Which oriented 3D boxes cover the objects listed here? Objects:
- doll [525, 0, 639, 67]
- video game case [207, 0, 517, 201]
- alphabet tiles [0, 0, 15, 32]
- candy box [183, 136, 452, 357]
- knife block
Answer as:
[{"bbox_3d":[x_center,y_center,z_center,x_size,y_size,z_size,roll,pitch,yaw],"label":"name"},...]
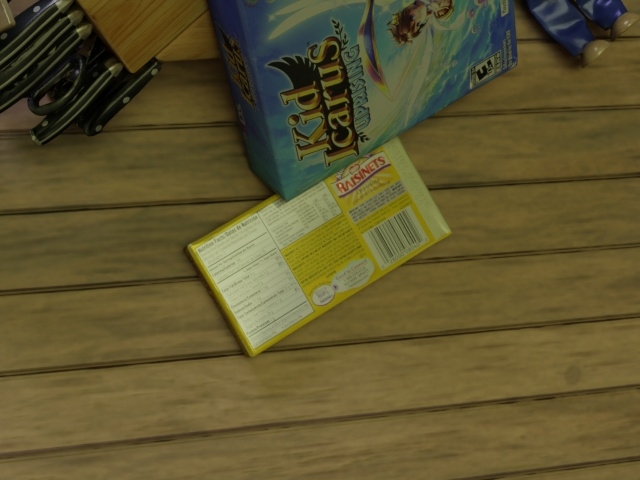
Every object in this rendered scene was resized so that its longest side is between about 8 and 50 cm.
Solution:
[{"bbox_3d":[0.197,-0.247,1.264,0.129,0.046,0.189,-42,91,-8],"label":"doll"},{"bbox_3d":[0.036,-0.194,1.115,0.244,0.061,0.269,-30,137,-17],"label":"video game case"},{"bbox_3d":[-0.330,-0.162,1.027,0.237,0.009,0.198,-21,90,23],"label":"alphabet tiles"},{"bbox_3d":[0.000,0.000,1.187,0.206,0.027,0.105,-31,92,-18],"label":"candy box"},{"bbox_3d":[-0.154,-0.207,1.059,0.242,0.088,0.276,-9,130,-39],"label":"knife block"}]
